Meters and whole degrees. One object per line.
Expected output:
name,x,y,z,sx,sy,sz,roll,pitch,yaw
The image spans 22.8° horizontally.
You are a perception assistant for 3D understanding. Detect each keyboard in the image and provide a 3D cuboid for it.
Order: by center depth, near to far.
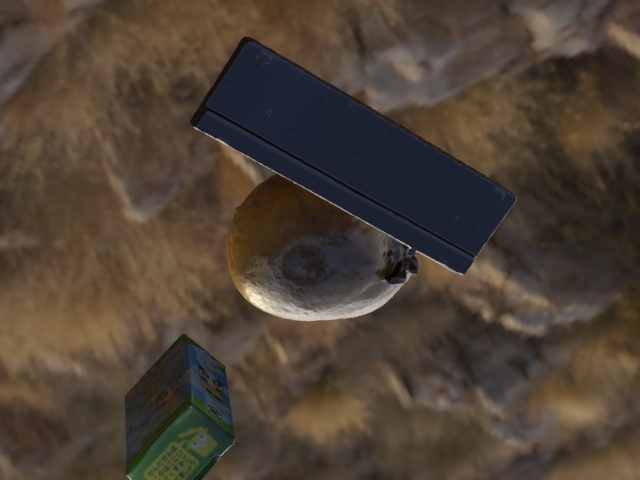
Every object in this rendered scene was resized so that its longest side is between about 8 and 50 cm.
keyboard,0.034,-0.068,1.413,0.310,0.018,0.101,28,102,-25

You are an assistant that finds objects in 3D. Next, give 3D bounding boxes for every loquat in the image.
loquat,0.000,0.000,1.883,0.238,0.193,0.238,3,174,0

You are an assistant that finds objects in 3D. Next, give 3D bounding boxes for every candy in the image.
candy,-0.138,0.172,1.535,0.097,0.062,0.194,-48,-164,8
